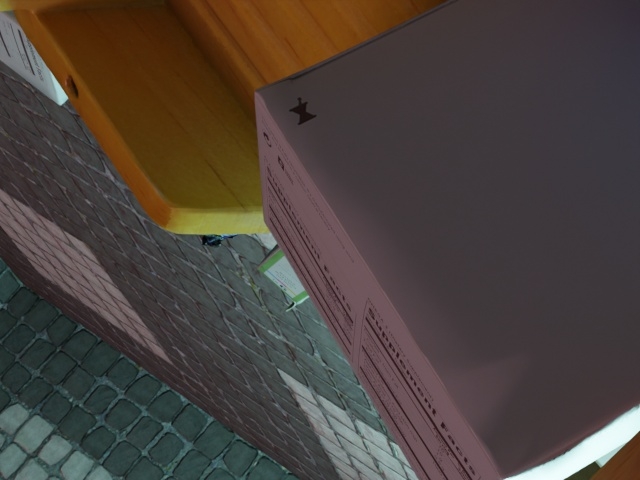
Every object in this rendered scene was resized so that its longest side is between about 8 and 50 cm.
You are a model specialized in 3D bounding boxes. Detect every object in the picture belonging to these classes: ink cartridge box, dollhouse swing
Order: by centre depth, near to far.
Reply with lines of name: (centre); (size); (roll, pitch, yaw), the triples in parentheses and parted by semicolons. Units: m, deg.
dollhouse swing: (-0.133, -0.154, 0.616); (0.315, 0.305, 0.347); (55, 147, 19)
ink cartridge box: (0.000, 0.000, 1.209); (0.062, 0.109, 0.209); (42, 162, -2)

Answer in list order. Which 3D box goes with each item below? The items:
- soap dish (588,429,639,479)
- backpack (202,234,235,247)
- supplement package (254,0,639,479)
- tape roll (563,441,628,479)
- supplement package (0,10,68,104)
soap dish: (0.253, 0.110, 0.498); (0.229, 0.291, 0.118); (115, 145, -49)
backpack: (-0.093, -0.054, 1.275); (0.084, 0.105, 0.114); (46, 159, -18)
supplement package: (0.131, -0.017, 0.580); (0.204, 0.262, 0.145); (58, 168, 20)
tape roll: (0.241, 0.188, 1.229); (0.392, 0.072, 0.392); (36, 162, 14)
supplement package: (-0.300, -0.270, 1.135); (0.244, 0.139, 0.134); (37, 162, 9)
